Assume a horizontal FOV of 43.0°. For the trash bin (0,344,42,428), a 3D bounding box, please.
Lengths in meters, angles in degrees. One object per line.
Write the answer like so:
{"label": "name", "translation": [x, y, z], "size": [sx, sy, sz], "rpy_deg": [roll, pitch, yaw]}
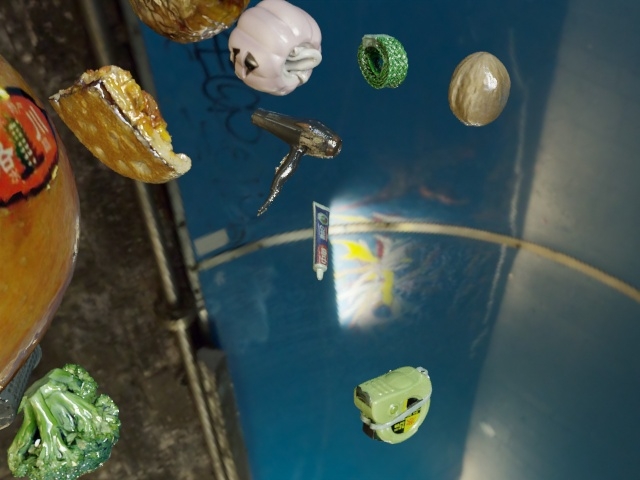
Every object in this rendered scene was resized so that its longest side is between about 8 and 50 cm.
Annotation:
{"label": "trash bin", "translation": [-0.629, 0.269, 1.542], "size": [0.175, 0.175, 0.161], "rpy_deg": [85, -2, -47]}

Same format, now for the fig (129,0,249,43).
{"label": "fig", "translation": [-0.306, -0.544, 1.508], "size": [0.368, 0.286, 0.286], "rpy_deg": [23, 2, -30]}

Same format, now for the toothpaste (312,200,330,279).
{"label": "toothpaste", "translation": [0.000, 0.000, 1.292], "size": [0.021, 0.037, 0.140], "rpy_deg": [-30, -133, 41]}

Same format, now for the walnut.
{"label": "walnut", "translation": [0.349, -0.331, 1.788], "size": [0.140, 0.140, 0.162], "rpy_deg": [43, -62, 45]}

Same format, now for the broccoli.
{"label": "broccoli", "translation": [-0.574, 0.405, 1.781], "size": [0.294, 0.265, 0.245], "rpy_deg": [-113, -175, -67]}

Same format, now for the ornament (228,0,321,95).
{"label": "ornament", "translation": [-0.080, -0.361, 1.536], "size": [0.177, 0.177, 0.177], "rpy_deg": [51, -22, 30]}

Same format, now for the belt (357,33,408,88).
{"label": "belt", "translation": [0.157, -0.440, 1.980], "size": [0.151, 0.079, 0.121], "rpy_deg": [53, -39, 36]}

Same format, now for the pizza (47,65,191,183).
{"label": "pizza", "translation": [-0.446, -0.260, 1.764], "size": [0.408, 0.114, 0.278], "rpy_deg": [24, -41, 27]}

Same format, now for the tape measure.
{"label": "tape measure", "translation": [0.149, 0.329, 1.626], "size": [0.087, 0.177, 0.154], "rpy_deg": [31, -51, 48]}

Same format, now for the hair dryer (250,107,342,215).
{"label": "hair dryer", "translation": [-0.131, -0.234, 2.419], "size": [0.303, 0.359, 0.120], "rpy_deg": [22, -22, 16]}

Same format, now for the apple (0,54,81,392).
{"label": "apple", "translation": [-0.390, -0.008, 0.614], "size": [0.400, 0.334, 0.400], "rpy_deg": [10, -41, 8]}
